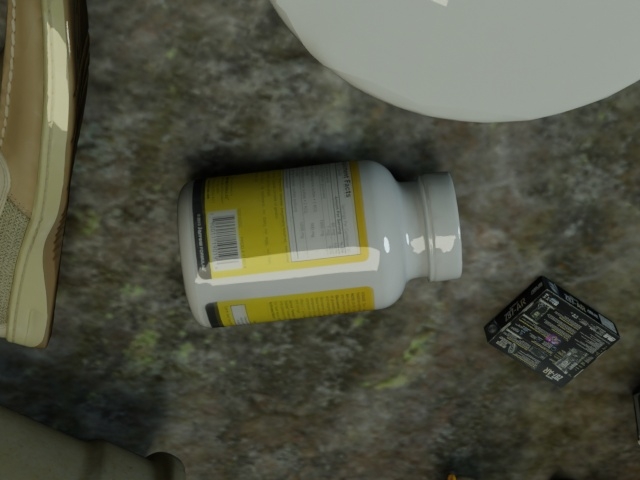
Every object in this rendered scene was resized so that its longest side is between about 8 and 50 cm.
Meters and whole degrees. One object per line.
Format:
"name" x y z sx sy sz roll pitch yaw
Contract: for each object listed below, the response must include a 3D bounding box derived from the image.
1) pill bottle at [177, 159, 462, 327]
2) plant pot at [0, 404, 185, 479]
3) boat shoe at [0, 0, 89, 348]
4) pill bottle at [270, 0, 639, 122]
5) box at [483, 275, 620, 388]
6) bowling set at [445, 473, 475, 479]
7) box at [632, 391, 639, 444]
"pill bottle" 0.000 0.000 0.801 0.184 0.103 0.103 -6 126 1
"plant pot" -0.316 0.220 0.839 0.305 0.334 0.334 35 117 -12
"boat shoe" -0.207 -0.052 0.753 0.098 0.109 0.302 9 130 -11
"pill bottle" 0.049 -0.213 0.491 0.204 0.361 0.204 -1 126 -2
"box" 0.181 0.073 0.916 0.083 0.018 0.067 31 119 -23
"bowling set" 0.234 0.297 1.029 0.199 0.154 0.287 -26 126 -17
"box" 0.408 0.135 0.900 0.290 0.087 0.169 -32 98 18
